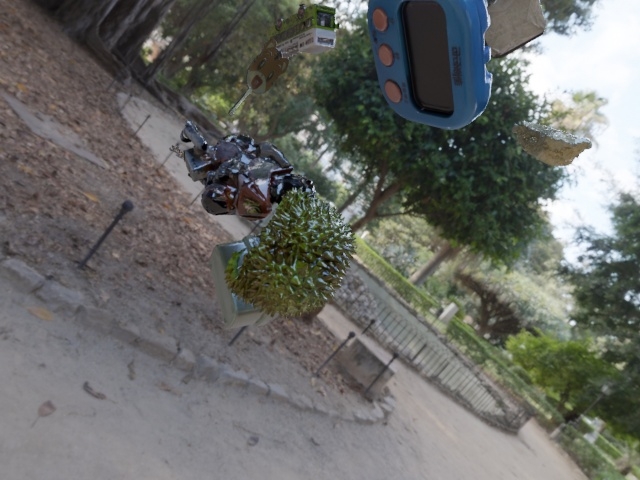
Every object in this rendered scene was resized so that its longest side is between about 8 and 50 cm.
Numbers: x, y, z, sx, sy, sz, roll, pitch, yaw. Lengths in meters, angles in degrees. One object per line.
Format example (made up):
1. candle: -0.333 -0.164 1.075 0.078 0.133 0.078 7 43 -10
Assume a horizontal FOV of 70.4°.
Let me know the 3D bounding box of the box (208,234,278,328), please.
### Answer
1. box: -0.180 0.101 1.095 0.129 0.148 0.210 -8 66 -28

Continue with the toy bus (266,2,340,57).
1. toy bus: -0.069 -0.719 1.591 0.113 0.139 0.302 -9 11 -37

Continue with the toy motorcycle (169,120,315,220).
1. toy motorcycle: -0.203 -0.153 0.948 0.401 0.207 0.134 41 -35 30

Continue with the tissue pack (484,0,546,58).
1. tissue pack: 0.642 -0.825 1.630 0.198 0.210 0.370 48 27 -28

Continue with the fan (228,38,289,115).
1. fan: -0.173 -0.423 1.216 0.008 0.226 0.152 41 4 15

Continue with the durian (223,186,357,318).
1. durian: -0.040 0.029 0.771 0.177 0.237 0.200 23 -41 31

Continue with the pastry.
1. pastry: 0.593 -0.250 1.173 0.122 0.089 0.258 5 24 2

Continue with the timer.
1. timer: 0.252 -0.435 1.055 0.309 0.115 0.340 34 -28 46
